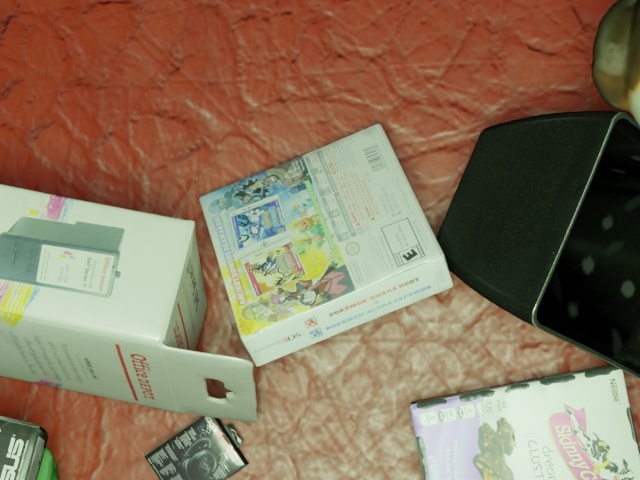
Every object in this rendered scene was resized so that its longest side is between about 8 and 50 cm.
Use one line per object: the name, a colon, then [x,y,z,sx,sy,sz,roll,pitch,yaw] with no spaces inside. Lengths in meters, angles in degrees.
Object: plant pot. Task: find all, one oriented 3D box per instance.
plant pot: [0.214,-0.009,1.310,0.167,0.187,0.188,21,87,48]

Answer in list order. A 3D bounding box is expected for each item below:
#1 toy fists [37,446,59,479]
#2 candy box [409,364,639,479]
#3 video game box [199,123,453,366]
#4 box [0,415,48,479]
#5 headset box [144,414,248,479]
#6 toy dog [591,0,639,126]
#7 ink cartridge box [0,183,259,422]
toy fists: [-0.364,0.175,1.355,0.279,0.142,0.096,25,87,4]
candy box: [0.192,0.210,1.360,0.196,0.070,0.165,-11,85,2]
video game box: [0.000,0.000,1.339,0.187,0.048,0.205,-20,41,0]
box: [-0.345,0.247,1.239,0.183,0.056,0.231,14,76,1]
headset box: [-0.112,0.202,1.395,0.083,0.032,0.062,-35,85,-1]
toy dog: [0.398,-0.146,1.209,0.284,0.408,0.395,46,119,33]
ink cartridge box: [-0.216,0.052,1.318,0.353,0.207,0.119,12,68,3]
